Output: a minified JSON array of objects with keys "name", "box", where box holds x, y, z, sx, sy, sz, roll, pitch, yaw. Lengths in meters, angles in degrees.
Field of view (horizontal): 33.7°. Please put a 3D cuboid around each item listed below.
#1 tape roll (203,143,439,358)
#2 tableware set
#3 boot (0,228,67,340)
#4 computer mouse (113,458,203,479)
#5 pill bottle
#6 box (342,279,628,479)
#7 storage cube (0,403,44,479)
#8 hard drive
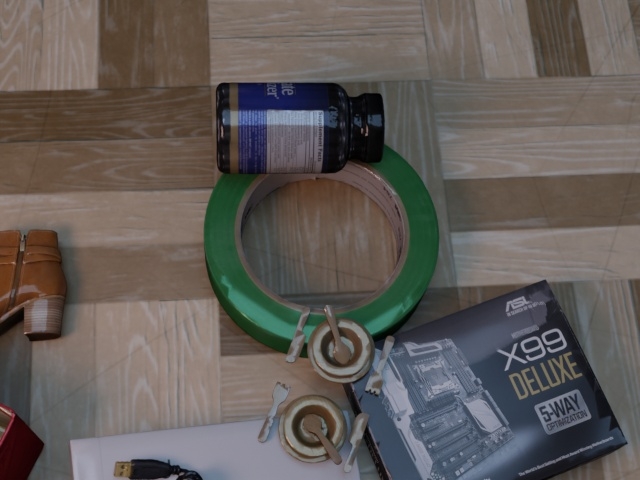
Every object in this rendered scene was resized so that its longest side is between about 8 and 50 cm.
[{"name":"tape roll","box":[0.000,0.000,1.457,0.321,0.077,0.321,1,69,-3]},{"name":"tableware set","box":[0.010,0.183,1.324,0.128,0.039,0.194,19,69,4]},{"name":"boot","box":[-0.439,0.059,1.407,0.197,0.073,0.152,0,69,-17]},{"name":"computer mouse","box":[-0.236,0.338,1.188,0.262,0.060,0.184,-1,69,-19]},{"name":"pill bottle","box":[-0.029,-0.149,1.408,0.219,0.123,0.122,-1,68,-5]},{"name":"box","box":[0.206,0.216,1.385,0.307,0.076,0.242,-19,71,-10]},{"name":"storage cube","box":[-0.466,0.271,1.254,0.215,0.193,0.183,19,68,5]},{"name":"hard drive","box":[-0.116,0.340,1.288,0.353,0.047,0.233,-3,68,-19]}]
